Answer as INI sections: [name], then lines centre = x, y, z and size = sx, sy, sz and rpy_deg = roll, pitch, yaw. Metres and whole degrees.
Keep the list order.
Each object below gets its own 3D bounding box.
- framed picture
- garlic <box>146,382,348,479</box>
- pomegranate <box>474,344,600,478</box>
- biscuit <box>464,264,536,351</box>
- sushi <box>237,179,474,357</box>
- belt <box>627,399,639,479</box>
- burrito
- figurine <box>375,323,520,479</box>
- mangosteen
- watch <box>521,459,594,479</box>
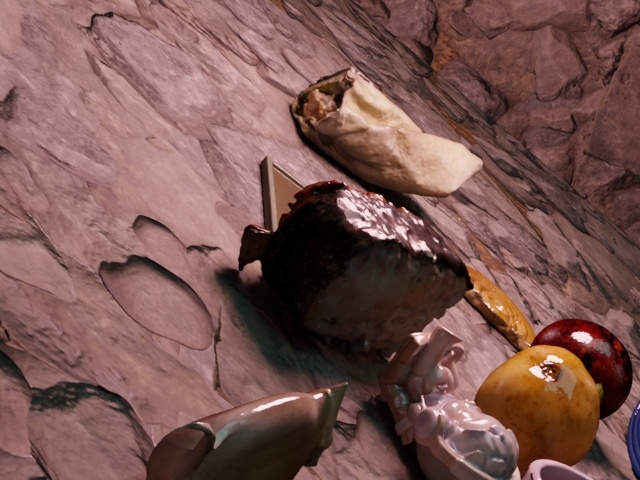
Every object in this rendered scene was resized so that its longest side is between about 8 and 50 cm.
[framed picture]
centre = 0.000, 0.000, 1.995
size = 0.211, 0.020, 0.289
rpy_deg = 37, 20, -22
[garlic]
centre = -0.093, 0.196, 1.179
size = 0.129, 0.148, 0.266
rpy_deg = 17, 10, 19
[pomegranate]
centre = 0.298, 0.245, 1.875
size = 0.196, 0.196, 0.196
rpy_deg = 39, 19, -16
[biscuit]
centre = 0.314, 0.117, 2.382
size = 0.224, 0.033, 0.144
rpy_deg = 48, 19, 7
[sushi]
centre = 0.042, 0.036, 1.766
size = 0.182, 0.196, 0.343
rpy_deg = 42, 14, 35
[belt]
centre = 0.645, 0.351, 2.295
size = 0.117, 0.212, 0.347
rpy_deg = 42, 14, -11
[burrito]
centre = 0.116, -0.165, 2.401
size = 0.332, 0.190, 0.135
rpy_deg = 33, 57, -23
[figurine]
centre = 0.173, 0.230, 1.670
size = 0.162, 0.141, 0.236
rpy_deg = 21, 30, -45
[mangosteen]
centre = 0.416, 0.225, 2.184
size = 0.200, 0.200, 0.200
rpy_deg = 39, 19, -16
[watch]
centre = 0.345, 0.375, 1.676
size = 0.248, 0.211, 0.217
rpy_deg = 15, 25, -41
